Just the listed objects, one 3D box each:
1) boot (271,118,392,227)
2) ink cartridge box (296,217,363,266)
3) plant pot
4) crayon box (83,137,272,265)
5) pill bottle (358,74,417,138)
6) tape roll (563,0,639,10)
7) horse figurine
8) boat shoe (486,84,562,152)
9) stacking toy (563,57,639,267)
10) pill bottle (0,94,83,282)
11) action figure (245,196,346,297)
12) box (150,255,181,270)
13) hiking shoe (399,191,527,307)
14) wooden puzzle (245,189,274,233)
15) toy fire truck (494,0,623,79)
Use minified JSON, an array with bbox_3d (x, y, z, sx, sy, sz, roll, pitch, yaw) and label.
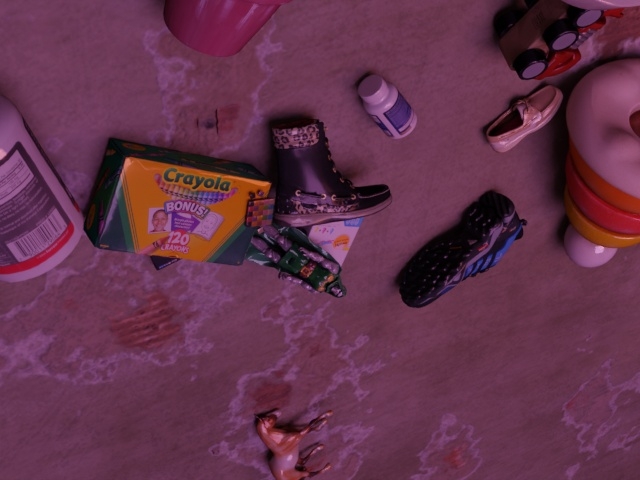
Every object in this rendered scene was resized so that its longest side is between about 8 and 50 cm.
[{"bbox_3d":[0.020,-0.126,1.782,0.236,0.085,0.178,-12,106,-28],"label":"boot"},{"bbox_3d":[0.000,0.000,1.922,0.104,0.061,0.181,4,124,-32],"label":"ink cartridge box"},{"bbox_3d":[-0.136,-0.372,1.457,0.201,0.201,0.180,3,138,-33],"label":"plant pot"},{"bbox_3d":[-0.237,-0.060,1.702,0.278,0.081,0.165,8,112,-35],"label":"crayon box"},{"bbox_3d":[0.116,-0.237,1.792,0.067,0.067,0.120,-41,136,5],"label":"pill bottle"},{"bbox_3d":[0.460,-0.559,1.605,0.392,0.072,0.392,-3,97,-26],"label":"tape roll"},{"bbox_3d":[-0.059,0.472,2.276,0.174,0.066,0.263,-17,130,-26],"label":"horse figurine"},{"bbox_3d":[0.391,-0.240,1.958,0.170,0.063,0.059,-43,141,8],"label":"boat shoe"},{"bbox_3d":[0.618,-0.106,2.098,0.351,0.350,0.480,-17,151,-18],"label":"stacking toy"},{"bbox_3d":[-0.485,-0.102,1.467,0.176,0.176,0.318,-29,135,-7],"label":"pill bottle"},{"bbox_3d":[-0.046,0.034,1.853,0.232,0.063,0.137,34,118,-12],"label":"action figure"},{"bbox_3d":[-0.265,0.009,1.802,0.083,0.018,0.067,-26,134,-11],"label":"box"},{"bbox_3d":[0.302,0.045,2.104,0.304,0.113,0.132,-41,135,5],"label":"hiking shoe"},{"bbox_3d":[-0.104,-0.049,1.735,0.049,0.006,0.083,-8,121,-31],"label":"wooden puzzle"},{"bbox_3d":[0.461,-0.399,1.820,0.246,0.158,0.217,0,149,-37],"label":"toy fire truck"}]
